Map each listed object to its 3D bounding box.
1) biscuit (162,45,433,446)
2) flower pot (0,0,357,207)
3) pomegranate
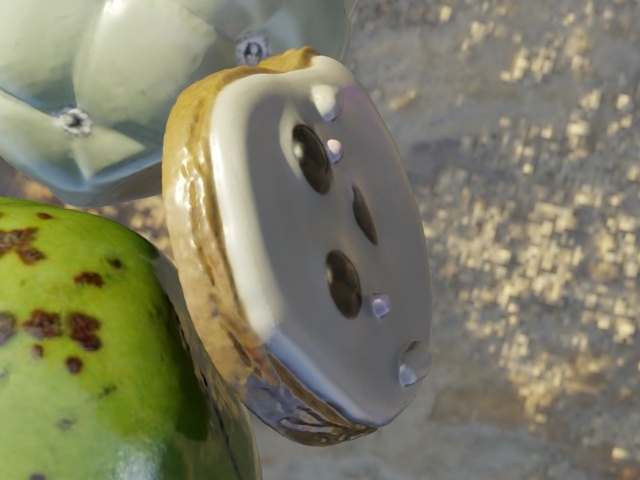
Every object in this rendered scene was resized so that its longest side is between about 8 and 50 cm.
[{"bbox_3d":[0.000,0.000,0.809,0.049,0.208,0.181,-19,91,22],"label":"biscuit"},{"bbox_3d":[-0.096,-0.132,0.980,0.246,0.246,0.195,-23,87,39],"label":"flower pot"},{"bbox_3d":[-0.160,0.097,0.832,0.271,0.254,0.254,2,145,-21],"label":"pomegranate"}]
